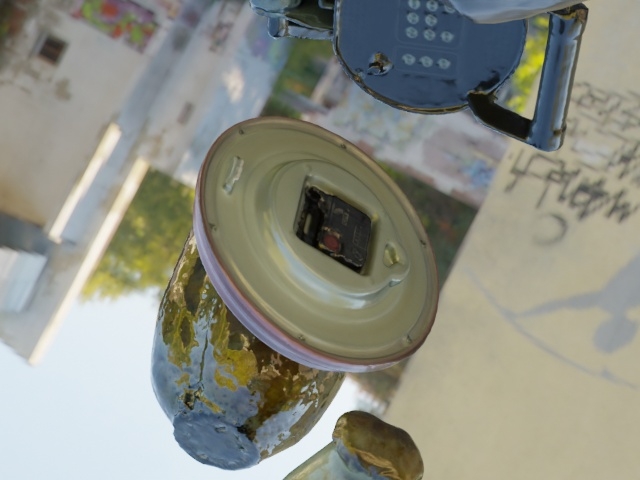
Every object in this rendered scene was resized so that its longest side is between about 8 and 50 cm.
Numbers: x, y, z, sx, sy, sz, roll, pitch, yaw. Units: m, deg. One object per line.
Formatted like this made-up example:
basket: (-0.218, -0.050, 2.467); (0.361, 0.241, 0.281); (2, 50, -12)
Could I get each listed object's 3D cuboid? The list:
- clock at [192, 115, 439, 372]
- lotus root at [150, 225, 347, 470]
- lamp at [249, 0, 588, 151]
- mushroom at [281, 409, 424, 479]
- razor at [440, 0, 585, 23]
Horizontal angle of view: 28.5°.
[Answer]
clock: (0.001, -0.001, 1.058); (0.244, 0.056, 0.244); (24, -134, -27)
lotus root: (-0.068, 0.097, 1.491); (0.250, 0.346, 0.250); (13, 146, 8)
lamp: (0.136, -0.277, 1.345); (0.374, 0.272, 0.205); (21, 135, 21)
mushroom: (-0.029, 0.302, 1.295); (0.107, 0.333, 0.087); (44, -162, 0)
razor: (0.179, -0.215, 0.496); (0.326, 0.189, 0.107); (-17, 168, 14)
